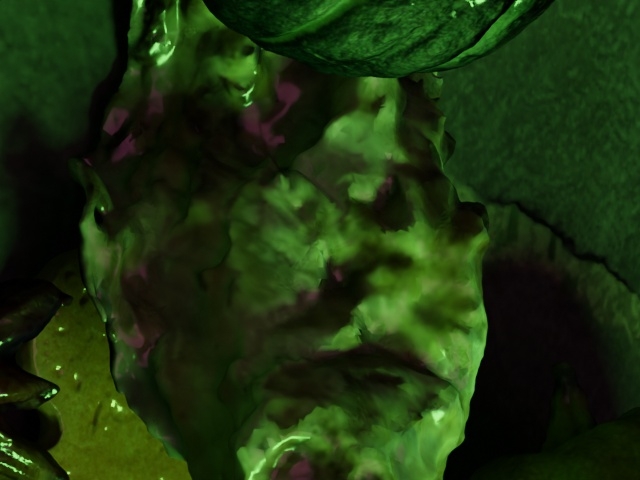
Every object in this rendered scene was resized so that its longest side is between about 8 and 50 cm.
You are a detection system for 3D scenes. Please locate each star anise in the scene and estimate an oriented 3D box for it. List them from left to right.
[{"bbox_3d":[-0.169,0.056,0.708,0.167,0.057,0.168,6,79,-30],"label":"star anise"}]

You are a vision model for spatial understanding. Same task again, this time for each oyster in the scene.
[{"bbox_3d":[0.001,-0.001,0.805,0.238,0.114,0.351,27,49,-35],"label":"oyster"}]

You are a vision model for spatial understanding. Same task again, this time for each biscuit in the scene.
[{"bbox_3d":[-0.093,0.126,0.809,0.165,0.036,0.250,-14,98,-41],"label":"biscuit"}]

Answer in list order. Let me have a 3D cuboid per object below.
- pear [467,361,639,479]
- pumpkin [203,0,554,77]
[{"bbox_3d":[0.187,0.245,0.945,0.287,0.287,0.375,-14,84,-42],"label":"pear"},{"bbox_3d":[0.012,-0.169,0.710,0.220,0.162,0.220,39,28,-25],"label":"pumpkin"}]
